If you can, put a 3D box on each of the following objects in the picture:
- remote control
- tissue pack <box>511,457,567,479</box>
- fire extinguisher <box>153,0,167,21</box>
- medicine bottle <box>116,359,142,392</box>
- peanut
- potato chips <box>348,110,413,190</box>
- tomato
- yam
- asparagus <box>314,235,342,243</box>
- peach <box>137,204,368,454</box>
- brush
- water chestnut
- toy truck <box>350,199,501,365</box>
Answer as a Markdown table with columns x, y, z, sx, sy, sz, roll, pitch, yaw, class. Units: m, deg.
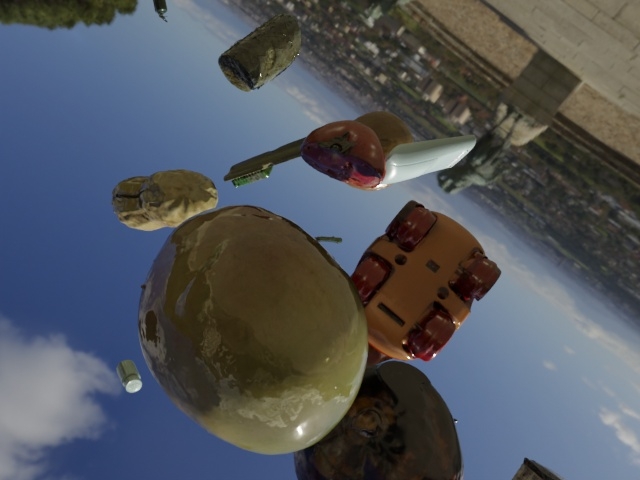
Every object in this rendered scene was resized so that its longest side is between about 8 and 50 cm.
| x | y | z | sx | sy | sz | roll | pitch | yaw | class |
| --- | --- | --- | --- | --- | --- | --- | --- | --- | --- |
| 0.215 | -0.165 | 1.180 | 0.293 | 0.103 | 0.051 | -18 | -108 | -41 | remote control |
| 0.396 | 0.424 | 0.802 | 0.173 | 0.073 | 0.235 | 40 | 176 | -40 | tissue pack |
| -0.320 | -0.475 | 1.117 | 0.038 | 0.025 | 0.083 | -28 | -70 | -66 | fire extinguisher |
| -0.482 | 0.342 | 1.432 | 0.047 | 0.047 | 0.083 | 28 | -171 | -41 | medicine bottle |
| -0.344 | -0.086 | 1.224 | 0.290 | 0.130 | 0.130 | -4 | 161 | 37 | peanut |
| 0.128 | -0.215 | 1.367 | 0.207 | 0.196 | 0.062 | 3 | -170 | -11 | potato chips |
| 0.048 | -0.163 | 0.999 | 0.159 | 0.091 | 0.139 | 16 | 165 | 18 | tomato |
| -0.117 | -0.361 | 1.109 | 0.107 | 0.107 | 0.183 | 39 | -127 | 4 | yam |
| 0.000 | 0.000 | 1.146 | 0.162 | 0.016 | 0.016 | -2 | -114 | -57 | asparagus |
| -0.070 | 0.095 | 0.670 | 0.292 | 0.247 | 0.293 | -17 | -90 | -81 | peach |
| -0.108 | -0.171 | 1.258 | 0.048 | 0.282 | 0.054 | 45 | -130 | -31 | brush |
| 0.106 | 0.419 | 1.111 | 0.334 | 0.347 | 0.335 | 7 | -129 | -9 | water chestnut |
| 0.141 | 0.089 | 0.942 | 0.189 | 0.265 | 0.239 | 40 | 165 | 8 | toy truck |
